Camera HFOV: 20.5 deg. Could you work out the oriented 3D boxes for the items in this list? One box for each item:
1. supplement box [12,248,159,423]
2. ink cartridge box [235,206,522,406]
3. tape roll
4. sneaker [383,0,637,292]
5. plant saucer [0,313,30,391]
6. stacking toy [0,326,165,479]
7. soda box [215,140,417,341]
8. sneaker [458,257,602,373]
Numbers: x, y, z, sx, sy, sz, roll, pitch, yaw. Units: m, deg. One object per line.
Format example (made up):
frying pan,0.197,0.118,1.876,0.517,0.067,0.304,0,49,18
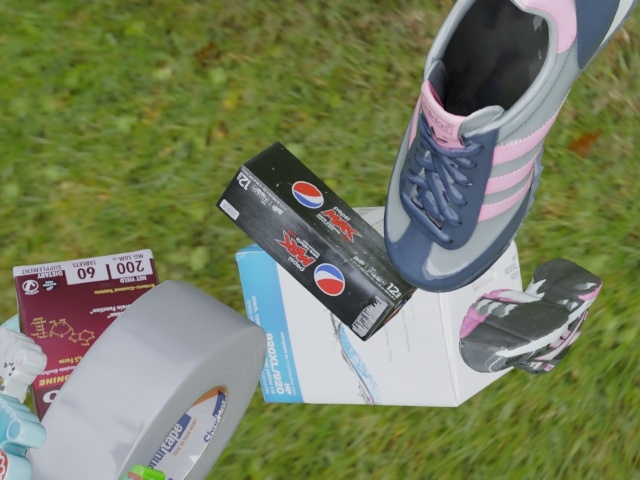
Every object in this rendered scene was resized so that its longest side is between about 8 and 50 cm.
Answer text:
supplement box,-0.189,0.123,1.539,0.130,0.073,0.239,-8,49,-13
ink cartridge box,0.067,0.064,1.795,0.232,0.171,0.168,-2,104,34
tape roll,-0.131,0.138,1.325,0.072,0.219,0.219,32,97,14
sneaker,0.094,-0.079,1.175,0.112,0.131,0.319,38,130,21
plant saucer,-0.268,0.110,1.722,0.119,0.119,0.021,-40,50,10
stacking toy,-0.183,0.087,0.895,0.221,0.167,0.052,35,97,46
soda box,0.000,0.000,1.428,0.169,0.060,0.053,43,129,8
sneaker,0.173,0.080,1.436,0.072,0.178,0.077,26,120,32
